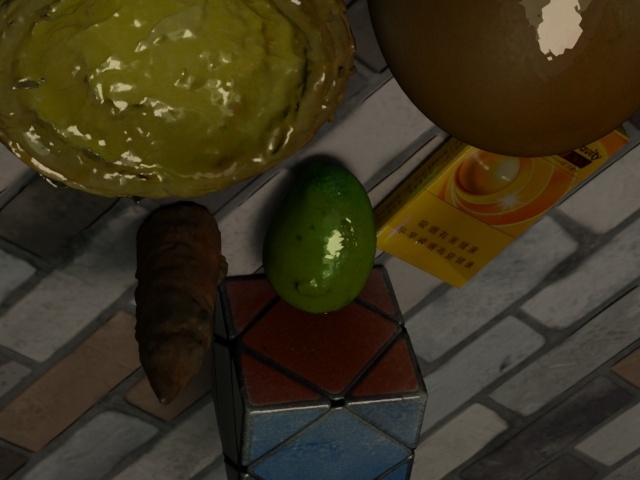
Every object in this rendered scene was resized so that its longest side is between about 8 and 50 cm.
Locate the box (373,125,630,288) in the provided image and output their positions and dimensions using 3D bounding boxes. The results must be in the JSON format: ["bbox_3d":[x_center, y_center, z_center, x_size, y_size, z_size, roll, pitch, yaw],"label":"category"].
[{"bbox_3d":[0.187,-0.064,1.614,0.152,0.043,0.269,26,123,-35],"label":"box"}]

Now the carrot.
[{"bbox_3d":[-0.149,0.072,1.505,0.102,0.263,0.101,-1,128,-1],"label":"carrot"}]

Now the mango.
[{"bbox_3d":[0.000,0.001,1.584,0.119,0.100,0.178,5,121,-6],"label":"mango"}]

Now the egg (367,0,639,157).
[{"bbox_3d":[0.178,-0.236,1.268,0.283,0.282,0.351,-12,134,-4],"label":"egg"}]

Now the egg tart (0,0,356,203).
[{"bbox_3d":[-0.141,-0.178,1.343,0.345,0.132,0.345,-7,135,-7],"label":"egg tart"}]

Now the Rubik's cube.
[{"bbox_3d":[-0.009,0.174,1.681,0.205,0.207,0.205,-5,134,-13],"label":"Rubik's cube"}]
